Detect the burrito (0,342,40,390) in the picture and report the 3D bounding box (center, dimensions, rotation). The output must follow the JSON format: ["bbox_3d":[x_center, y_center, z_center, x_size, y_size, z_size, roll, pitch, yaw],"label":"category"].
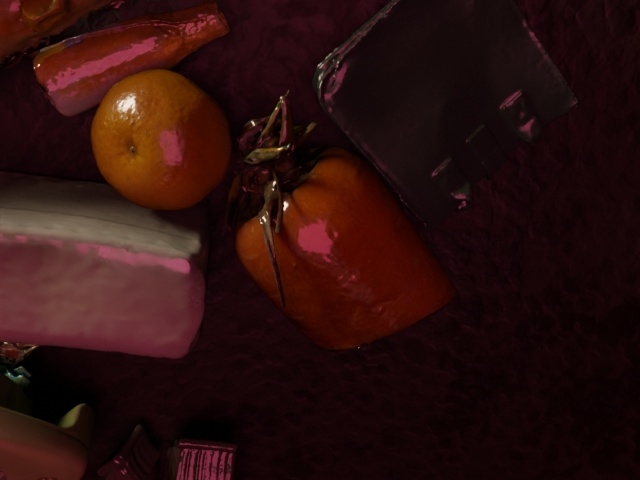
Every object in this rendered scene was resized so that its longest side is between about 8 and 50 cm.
[{"bbox_3d":[-0.463,0.181,0.774,0.288,0.054,0.104,-34,109,8],"label":"burrito"}]

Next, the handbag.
[{"bbox_3d":[0.152,-0.176,0.677,0.247,0.079,0.260,-41,112,7],"label":"handbag"}]

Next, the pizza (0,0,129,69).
[{"bbox_3d":[-0.309,-0.393,0.520,0.435,0.080,0.391,-31,110,-10],"label":"pizza"}]

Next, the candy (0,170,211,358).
[{"bbox_3d":[-0.306,0.021,0.646,0.359,0.208,0.144,7,111,-7],"label":"candy"}]

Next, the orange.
[{"bbox_3d":[-0.173,-0.111,0.627,0.159,0.136,0.158,7,110,19],"label":"orange"}]

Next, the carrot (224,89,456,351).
[{"bbox_3d":[0.000,0.000,0.666,0.214,0.193,0.331,-44,108,-30],"label":"carrot"}]

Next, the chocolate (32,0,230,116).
[{"bbox_3d":[-0.212,-0.218,0.641,0.220,0.085,0.085,-23,110,-1],"label":"chocolate"}]

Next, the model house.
[{"bbox_3d":[-0.216,0.369,0.828,0.230,0.122,0.188,9,107,-5],"label":"model house"}]

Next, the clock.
[{"bbox_3d":[-0.506,0.260,0.714,0.286,0.117,0.348,-35,126,17],"label":"clock"}]
